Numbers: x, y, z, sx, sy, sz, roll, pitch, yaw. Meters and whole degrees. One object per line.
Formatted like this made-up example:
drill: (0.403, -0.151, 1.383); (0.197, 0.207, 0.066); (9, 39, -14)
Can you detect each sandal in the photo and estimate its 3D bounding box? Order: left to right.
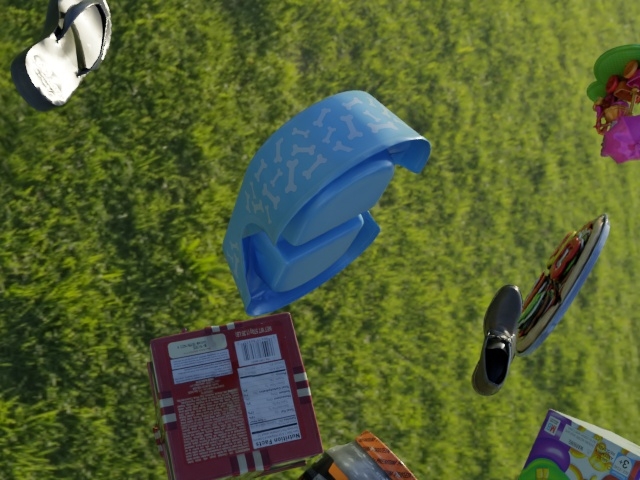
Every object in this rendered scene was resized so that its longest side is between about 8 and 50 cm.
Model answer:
sandal: (-0.301, -0.245, 1.022); (0.097, 0.054, 0.255); (55, 25, -36)

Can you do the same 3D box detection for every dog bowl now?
dog bowl: (-0.007, -0.031, 0.781); (0.165, 0.297, 0.074); (-27, 74, -27)

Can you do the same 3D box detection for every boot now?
boot: (0.342, 0.182, 1.534); (0.106, 0.082, 0.219); (83, 22, -79)

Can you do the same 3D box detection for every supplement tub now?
supplement tub: (0.013, 0.470, 1.332); (0.316, 0.193, 0.194); (-42, 115, -12)

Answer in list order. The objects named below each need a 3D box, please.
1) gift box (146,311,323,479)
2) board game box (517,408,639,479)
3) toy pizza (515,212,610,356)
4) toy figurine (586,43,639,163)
gift box: (-0.139, 0.247, 1.310); (0.255, 0.258, 0.277); (-5, 70, -14)
board game box: (0.310, 0.369, 0.993); (0.142, 0.144, 0.275); (24, 89, -35)
toy pizza: (0.282, 0.050, 0.996); (0.032, 0.201, 0.201); (31, 49, 7)
toy figurine: (0.467, -0.190, 1.281); (0.130, 0.173, 0.159); (22, 68, -11)
